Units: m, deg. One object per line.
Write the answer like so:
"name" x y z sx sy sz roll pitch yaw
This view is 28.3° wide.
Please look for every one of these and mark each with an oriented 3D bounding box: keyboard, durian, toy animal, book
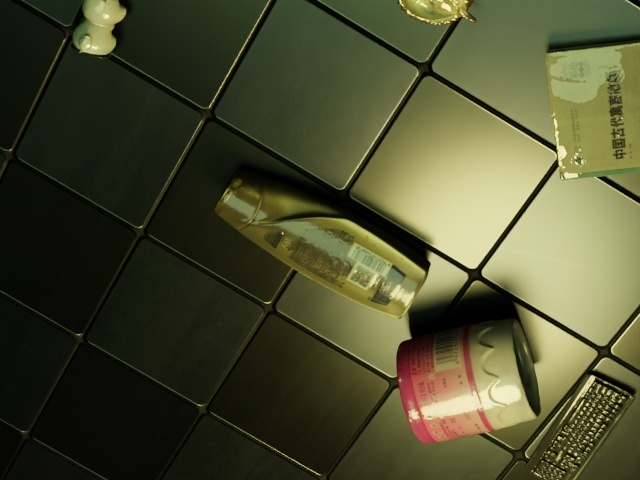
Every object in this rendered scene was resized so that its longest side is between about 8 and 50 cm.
"keyboard" 0.436 0.327 2.136 0.094 0.025 0.230 26 117 0
"durian" 0.173 -0.366 1.831 0.140 0.071 0.110 36 125 -17
"toy animal" -0.341 -0.345 1.938 0.071 0.085 0.124 29 112 16
"book" 0.485 -0.199 1.878 0.283 0.025 0.214 -7 115 12

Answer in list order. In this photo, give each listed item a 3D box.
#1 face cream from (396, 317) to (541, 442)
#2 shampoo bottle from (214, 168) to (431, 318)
"face cream" 0.238 0.224 2.040 0.195 0.175 0.175 -14 112 18
"shampoo bottle" 0.000 0.000 2.029 0.350 0.084 0.125 27 114 -2
